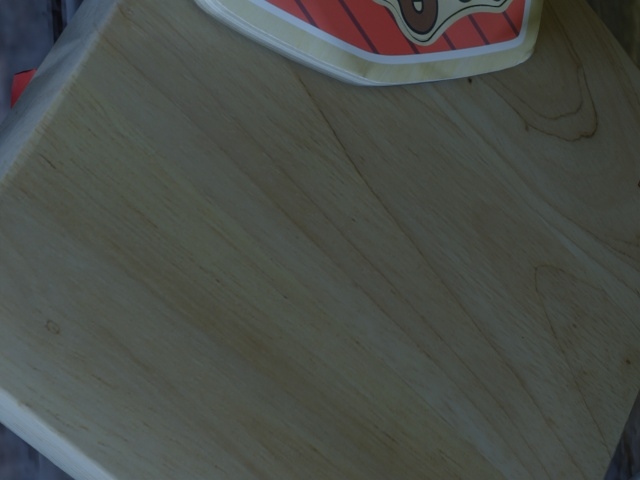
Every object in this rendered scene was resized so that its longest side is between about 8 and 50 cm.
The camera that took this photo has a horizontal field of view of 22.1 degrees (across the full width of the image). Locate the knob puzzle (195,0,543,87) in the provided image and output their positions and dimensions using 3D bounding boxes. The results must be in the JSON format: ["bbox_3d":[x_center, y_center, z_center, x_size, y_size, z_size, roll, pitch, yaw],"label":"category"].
[{"bbox_3d":[0.022,-0.134,0.515,0.213,0.030,0.213,5,82,-42],"label":"knob puzzle"}]

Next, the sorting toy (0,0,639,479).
[{"bbox_3d":[0.000,0.000,0.563,0.257,0.089,0.255,45,59,-30],"label":"sorting toy"}]

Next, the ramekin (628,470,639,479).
[{"bbox_3d":[0.174,0.167,0.625,0.109,0.207,0.207,33,64,-23],"label":"ramekin"}]
